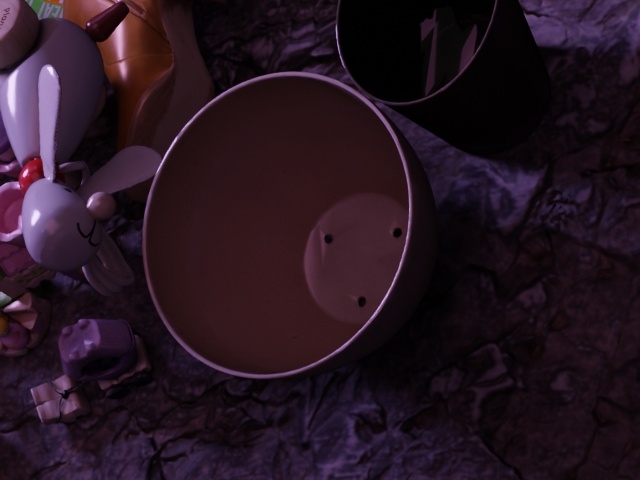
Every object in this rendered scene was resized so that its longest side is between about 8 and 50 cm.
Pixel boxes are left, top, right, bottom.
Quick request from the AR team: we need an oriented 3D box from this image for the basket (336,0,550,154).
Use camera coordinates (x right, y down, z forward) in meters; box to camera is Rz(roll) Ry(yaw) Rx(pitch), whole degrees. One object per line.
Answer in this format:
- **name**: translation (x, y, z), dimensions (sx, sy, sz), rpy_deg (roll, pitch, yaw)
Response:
- **basket**: translation (0.129, -0.179, 1.510), dimensions (0.154, 0.227, 0.204), rpy_deg (4, 73, 25)

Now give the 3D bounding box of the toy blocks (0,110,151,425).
- **toy blocks**: translation (-0.385, 0.040, 1.642), dimensions (0.288, 0.260, 0.309), rpy_deg (-29, 63, 12)

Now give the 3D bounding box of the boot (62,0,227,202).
- **boot**: translation (-0.215, -0.198, 1.759), dimensions (0.211, 0.104, 0.295), rpy_deg (14, 88, 41)

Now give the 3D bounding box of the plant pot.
- **plant pot**: translation (0.000, 0.000, 1.515), dimensions (0.284, 0.191, 0.284), rpy_deg (-6, 77, 28)

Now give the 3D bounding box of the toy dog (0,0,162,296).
- **toy dog**: translation (-0.237, -0.125, 1.577), dimensions (0.161, 0.220, 0.333), rpy_deg (-31, 68, 13)

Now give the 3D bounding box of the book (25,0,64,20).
- **book**: translation (-0.312, -0.298, 1.864), dimensions (0.096, 0.035, 0.144), rpy_deg (15, 77, 24)
